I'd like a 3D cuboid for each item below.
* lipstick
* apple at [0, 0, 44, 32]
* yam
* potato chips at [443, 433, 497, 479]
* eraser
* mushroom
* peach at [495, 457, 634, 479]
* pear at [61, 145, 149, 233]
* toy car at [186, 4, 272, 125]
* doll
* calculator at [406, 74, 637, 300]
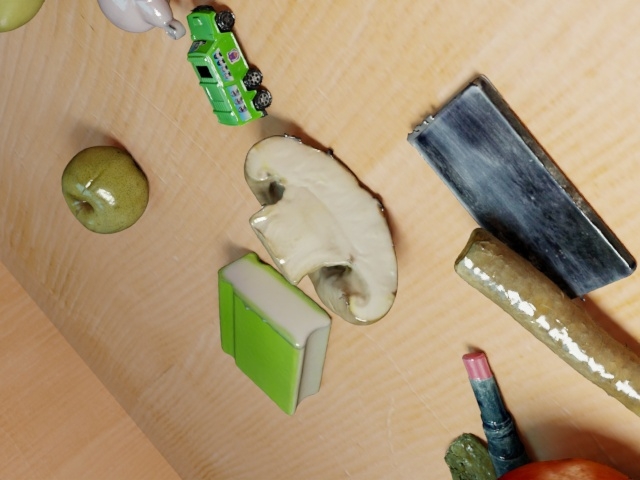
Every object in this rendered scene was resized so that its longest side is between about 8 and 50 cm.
[{"bbox_3d":[0.237,0.248,1.315,0.053,0.053,0.234,10,131,52],"label":"lipstick"},{"bbox_3d":[-0.499,-0.415,1.466,0.200,0.200,0.200,37,150,26],"label":"apple"},{"bbox_3d":[0.270,0.098,1.030,0.300,0.066,0.066,39,152,4],"label":"yam"},{"bbox_3d":[0.246,0.370,1.485,0.142,0.026,0.209,44,153,8],"label":"potato chips"},{"bbox_3d":[-0.087,0.162,1.661,0.210,0.092,0.274,40,152,22],"label":"eraser"},{"bbox_3d":[0.000,0.000,1.276,0.285,0.156,0.151,56,167,16],"label":"mushroom"},{"bbox_3d":[0.334,0.406,1.153,0.380,0.242,0.306,57,-172,-64],"label":"peach"},{"bbox_3d":[-0.390,-0.095,1.750,0.167,0.136,0.167,33,146,26],"label":"pear"},{"bbox_3d":[-0.129,-0.227,1.265,0.071,0.062,0.165,13,135,51],"label":"toy car"},{"bbox_3d":[-0.293,-0.412,1.253,0.365,0.094,0.160,53,150,-4],"label":"doll"},{"bbox_3d":[0.210,-0.043,1.027,0.261,0.021,0.161,51,153,-1],"label":"calculator"}]
